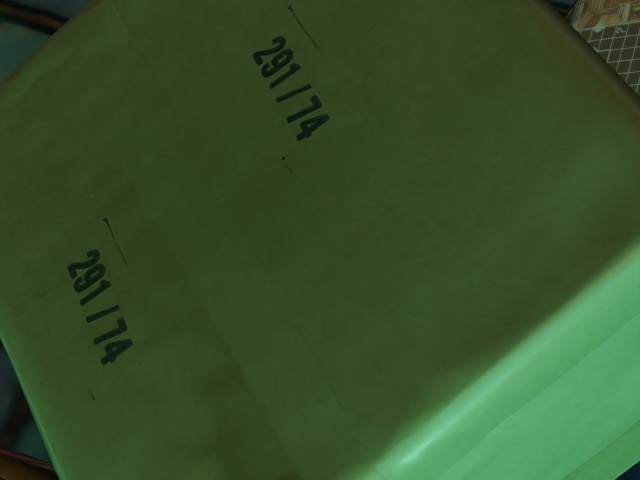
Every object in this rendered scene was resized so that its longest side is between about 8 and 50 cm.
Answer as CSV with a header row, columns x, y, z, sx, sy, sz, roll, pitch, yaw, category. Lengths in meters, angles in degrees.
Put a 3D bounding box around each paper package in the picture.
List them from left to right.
x,y,z,sx,sy,sz,roll,pitch,yaw,category
0.000,0.000,0.655,0.309,0.168,0.325,-40,55,7,paper package

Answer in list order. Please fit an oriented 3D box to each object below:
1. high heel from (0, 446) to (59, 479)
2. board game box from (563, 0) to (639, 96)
x,y,z,sx,sy,sz,roll,pitch,yaw,category
-0.225,0.105,0.667,0.244,0.117,0.082,33,39,-3,high heel
0.153,-0.009,0.742,0.165,0.042,0.243,37,90,11,board game box
